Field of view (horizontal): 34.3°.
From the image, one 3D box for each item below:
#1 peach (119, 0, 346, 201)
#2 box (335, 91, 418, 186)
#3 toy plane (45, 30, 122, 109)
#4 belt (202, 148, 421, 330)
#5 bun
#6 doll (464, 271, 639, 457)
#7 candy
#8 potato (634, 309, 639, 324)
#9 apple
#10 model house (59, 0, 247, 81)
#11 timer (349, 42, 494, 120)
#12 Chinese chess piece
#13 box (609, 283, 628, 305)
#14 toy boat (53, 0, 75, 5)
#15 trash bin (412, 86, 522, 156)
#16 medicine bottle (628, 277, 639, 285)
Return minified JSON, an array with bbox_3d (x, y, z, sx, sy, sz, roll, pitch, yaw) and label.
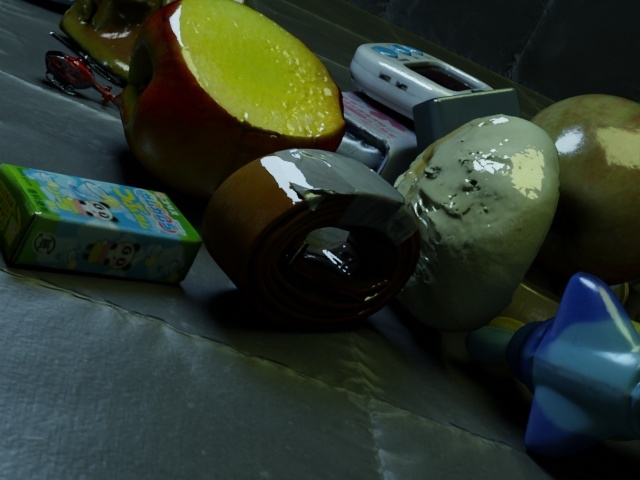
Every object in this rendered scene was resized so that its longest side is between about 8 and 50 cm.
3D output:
[{"bbox_3d":[-0.107,-0.163,1.288,0.274,0.249,0.245,15,-16,-19],"label":"peach"},{"bbox_3d":[0.099,-0.177,1.768,0.190,0.112,0.369,33,20,18],"label":"box"},{"bbox_3d":[-0.324,-0.225,1.420,0.145,0.060,0.037,35,15,-28],"label":"toy plane"},{"bbox_3d":[0.000,0.000,1.100,0.261,0.184,0.105,28,14,-51],"label":"belt"},{"bbox_3d":[0.159,-0.030,1.231,0.146,0.287,0.287,24,20,-18],"label":"bun"},{"bbox_3d":[0.352,0.169,1.130,0.365,0.376,0.187,16,65,-4],"label":"doll"},{"bbox_3d":[-0.224,-0.014,1.027,0.194,0.062,0.097,10,26,-43],"label":"candy"},{"bbox_3d":[0.541,0.145,1.509,0.157,0.157,0.194,41,22,33],"label":"potato"},{"bbox_3d":[0.352,-0.057,1.354,0.257,0.257,0.234,35,49,19],"label":"apple"},{"bbox_3d":[-0.239,-0.353,1.578,0.268,0.239,0.173,24,21,-15],"label":"model house"},{"bbox_3d":[0.179,-0.262,1.793,0.237,0.087,0.262,32,23,18],"label":"timer"},{"bbox_3d":[0.286,0.077,1.414,0.251,0.097,0.251,24,21,-10],"label":"Chinese chess piece"},{"bbox_3d":[0.415,0.073,1.582,0.105,0.105,0.037,34,15,16],"label":"box"},{"bbox_3d":[-0.414,-0.446,1.813,0.330,0.123,0.215,-4,27,-37],"label":"toy boat"},{"bbox_3d":[0.243,-0.110,1.617,0.176,0.236,0.101,-11,1,-18],"label":"trash bin"},{"bbox_3d":[0.493,-0.020,1.758,0.208,0.208,0.339,37,22,23],"label":"medicine bottle"}]
